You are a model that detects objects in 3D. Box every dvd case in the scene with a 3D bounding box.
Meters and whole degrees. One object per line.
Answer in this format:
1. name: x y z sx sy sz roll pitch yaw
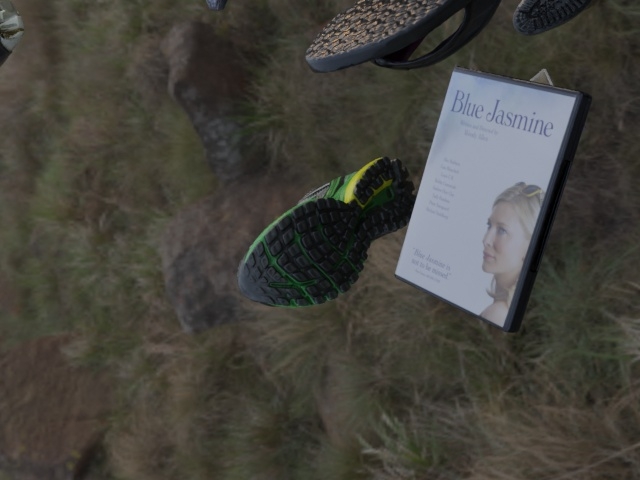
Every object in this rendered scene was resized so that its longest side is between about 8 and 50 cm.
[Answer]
1. dvd case: 0.176 -0.050 0.930 0.180 0.022 0.252 27 105 49

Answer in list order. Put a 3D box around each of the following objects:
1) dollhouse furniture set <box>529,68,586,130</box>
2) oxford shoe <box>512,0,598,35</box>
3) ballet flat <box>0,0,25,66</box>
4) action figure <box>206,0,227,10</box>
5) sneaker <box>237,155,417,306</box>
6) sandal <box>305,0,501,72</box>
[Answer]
1. dollhouse furniture set: 0.280 -0.177 1.172 0.091 0.081 0.114 -41 47 35
2. oxford shoe: 0.413 -0.399 1.451 0.082 0.227 0.096 53 169 16
3. ballet flat: -0.412 -0.273 1.094 0.203 0.074 0.074 110 152 -77
4. action figure: -0.109 -0.337 0.571 0.342 0.178 0.330 7 92 13
5. sneaker: 0.000 0.000 1.241 0.146 0.343 0.134 -19 100 44
6. sandal: 0.183 -0.327 1.216 0.167 0.446 0.107 32 150 56
